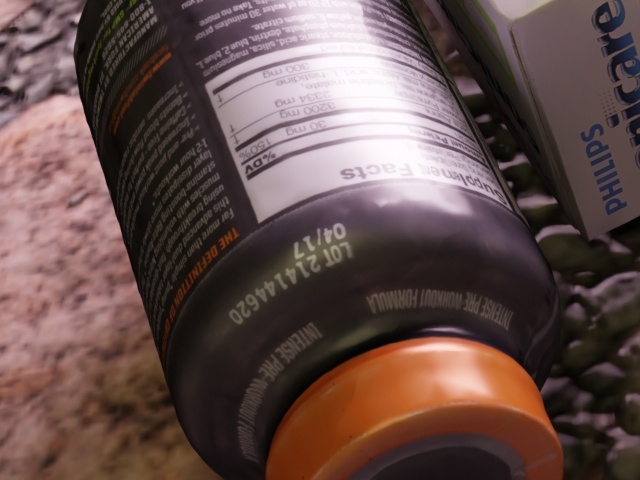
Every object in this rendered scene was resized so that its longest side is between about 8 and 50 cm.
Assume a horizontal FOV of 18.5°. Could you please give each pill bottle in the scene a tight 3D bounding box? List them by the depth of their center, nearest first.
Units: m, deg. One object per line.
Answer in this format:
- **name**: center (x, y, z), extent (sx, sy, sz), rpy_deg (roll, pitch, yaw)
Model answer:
- **pill bottle**: center (0.000, 0.000, 0.665), extent (0.130, 0.130, 0.246), rpy_deg (-24, 46, 3)

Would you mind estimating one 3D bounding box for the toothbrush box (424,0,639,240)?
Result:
- **toothbrush box**: center (0.169, -0.160, 0.737), extent (0.283, 0.122, 0.206), rpy_deg (-27, 45, 1)
